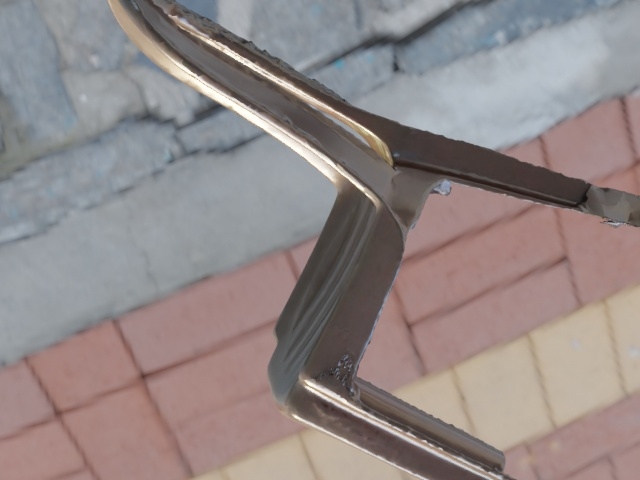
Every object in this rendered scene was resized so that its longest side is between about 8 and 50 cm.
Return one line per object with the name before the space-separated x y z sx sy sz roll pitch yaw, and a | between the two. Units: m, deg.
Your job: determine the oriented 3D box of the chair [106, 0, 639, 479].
chair | 0.000 0.000 0.933 0.326 0.175 0.183 23 91 -7
